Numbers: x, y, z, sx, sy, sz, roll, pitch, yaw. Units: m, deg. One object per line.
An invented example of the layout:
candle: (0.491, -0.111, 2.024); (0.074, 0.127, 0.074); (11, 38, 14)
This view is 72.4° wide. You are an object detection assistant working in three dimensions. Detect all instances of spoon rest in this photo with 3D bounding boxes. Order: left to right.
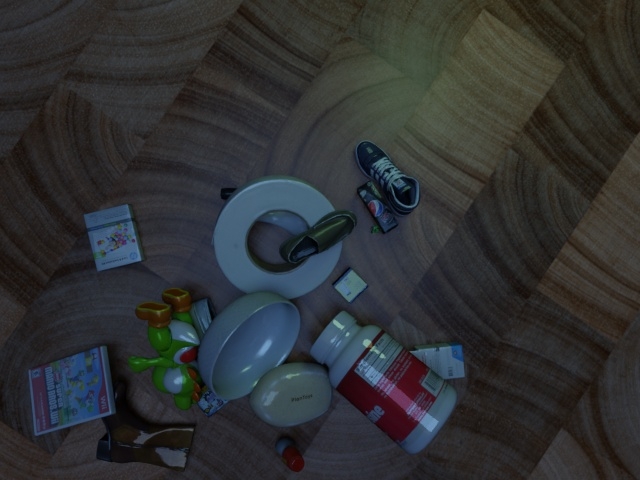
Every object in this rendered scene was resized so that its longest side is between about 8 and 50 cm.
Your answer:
spoon rest: (-0.087, -0.069, 1.403); (0.276, 0.084, 0.138); (8, 91, -15)

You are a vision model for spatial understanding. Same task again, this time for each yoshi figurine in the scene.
yoshi figurine: (-0.455, 0.333, 1.308); (0.203, 0.203, 0.363); (-10, 108, -14)

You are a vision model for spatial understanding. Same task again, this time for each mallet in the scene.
mallet: (-0.280, -0.077, 1.411); (0.062, 0.039, 0.190); (-7, 94, 2)

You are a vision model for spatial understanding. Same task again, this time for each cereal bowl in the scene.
cereal bowl: (-0.223, 0.289, 1.289); (0.141, 0.339, 0.339); (31, 88, 32)

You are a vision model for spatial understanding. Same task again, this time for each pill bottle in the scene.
pill bottle: (0.174, 0.402, 1.295); (0.407, 0.229, 0.229); (38, 89, 16)

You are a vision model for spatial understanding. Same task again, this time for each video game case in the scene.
video game case: (-0.766, 0.461, 1.340); (0.284, 0.025, 0.204); (-19, 75, 12)

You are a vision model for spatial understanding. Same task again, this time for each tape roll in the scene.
tape roll: (-0.128, -0.003, 1.328); (0.391, 0.072, 0.393); (-3, 111, -9)

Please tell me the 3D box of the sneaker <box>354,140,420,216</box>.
sneaker: (0.213, -0.205, 1.364); (0.099, 0.153, 0.282); (-35, 91, -2)

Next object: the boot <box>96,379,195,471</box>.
boot: (-0.537, 0.582, 1.368); (0.280, 0.096, 0.265); (9, 86, -4)

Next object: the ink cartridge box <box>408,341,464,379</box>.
ink cartridge box: (0.364, 0.391, 1.410); (0.179, 0.060, 0.104); (-5, 90, -2)

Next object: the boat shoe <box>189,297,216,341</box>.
boat shoe: (-0.336, 0.289, 1.382); (0.081, 0.079, 0.228); (-27, 87, 3)

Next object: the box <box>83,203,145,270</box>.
box: (-0.658, -0.009, 1.396); (0.145, 0.038, 0.187); (-13, 91, -1)

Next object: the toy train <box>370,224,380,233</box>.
toy train: (0.202, -0.046, 1.432); (0.083, 0.017, 0.024); (-20, 80, -2)

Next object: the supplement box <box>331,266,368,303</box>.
supplement box: (0.095, 0.145, 1.407); (0.083, 0.056, 0.083); (-44, 91, -2)

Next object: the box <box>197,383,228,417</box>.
box: (-0.335, 0.489, 1.406); (0.137, 0.027, 0.094); (-40, 90, -1)

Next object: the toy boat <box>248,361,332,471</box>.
toy boat: (-0.096, 0.537, 1.356); (0.267, 0.148, 0.319); (2, 88, -24)

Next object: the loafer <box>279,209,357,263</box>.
loafer: (0.000, 0.000, 1.268); (0.251, 0.087, 0.094); (-32, 113, 2)

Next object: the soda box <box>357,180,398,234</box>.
soda box: (0.182, -0.105, 1.400); (0.053, 0.060, 0.169); (-32, 83, 0)
